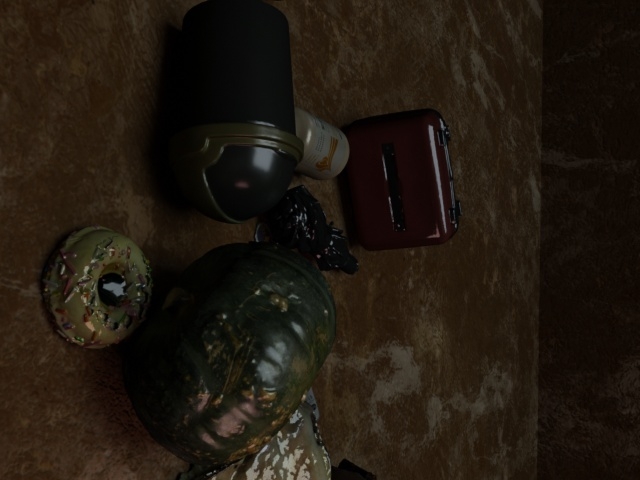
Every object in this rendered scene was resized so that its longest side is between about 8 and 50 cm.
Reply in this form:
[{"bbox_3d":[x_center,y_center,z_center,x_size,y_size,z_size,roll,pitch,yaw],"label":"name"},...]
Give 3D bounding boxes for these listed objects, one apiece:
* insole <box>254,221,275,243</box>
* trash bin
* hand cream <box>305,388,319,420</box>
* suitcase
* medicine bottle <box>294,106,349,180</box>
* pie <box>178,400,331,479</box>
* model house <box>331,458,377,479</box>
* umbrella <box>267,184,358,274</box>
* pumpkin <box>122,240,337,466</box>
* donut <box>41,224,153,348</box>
[{"bbox_3d":[-0.081,0.045,1.532,0.065,0.004,0.197,-61,137,-43],"label":"insole"},{"bbox_3d":[-0.131,-0.191,1.266,0.214,0.214,0.334,25,62,-57],"label":"trash bin"},{"bbox_3d":[-0.070,0.218,1.487,0.121,0.076,0.336,-25,102,-57],"label":"hand cream"},{"bbox_3d":[0.177,-0.133,1.774,0.161,0.236,0.297,-43,124,-67],"label":"suitcase"},{"bbox_3d":[-0.049,-0.190,1.502,0.252,0.114,0.114,15,74,-58],"label":"medicine bottle"},{"bbox_3d":[-0.110,0.392,1.341,0.337,0.075,0.338,11,74,-43],"label":"pie"},{"bbox_3d":[0.104,0.608,1.531,0.282,0.317,0.297,50,59,-41],"label":"model house"},{"bbox_3d":[0.000,0.000,1.594,0.340,0.118,0.118,40,53,-59],"label":"umbrella"},{"bbox_3d":[-0.126,0.158,1.163,0.257,0.291,0.328,47,33,-22],"label":"pumpkin"},{"bbox_3d":[-0.295,0.064,1.096,0.174,0.068,0.175,13,75,-60],"label":"donut"}]
